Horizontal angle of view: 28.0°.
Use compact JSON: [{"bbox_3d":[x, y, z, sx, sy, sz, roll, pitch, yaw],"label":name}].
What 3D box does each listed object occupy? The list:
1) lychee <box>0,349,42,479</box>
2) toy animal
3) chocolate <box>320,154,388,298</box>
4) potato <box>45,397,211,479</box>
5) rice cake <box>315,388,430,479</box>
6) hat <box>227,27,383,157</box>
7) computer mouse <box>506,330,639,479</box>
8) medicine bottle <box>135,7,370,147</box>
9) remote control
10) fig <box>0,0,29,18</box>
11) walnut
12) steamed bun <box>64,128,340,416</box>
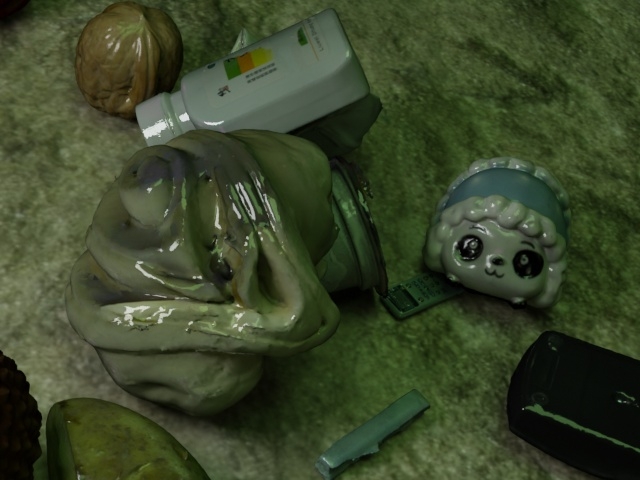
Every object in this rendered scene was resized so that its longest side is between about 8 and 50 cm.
[{"bbox_3d":[-0.419,0.210,1.306,0.267,0.267,0.267,9,47,-10],"label":"lychee"},{"bbox_3d":[0.258,-0.015,1.790,0.208,0.156,0.204,19,31,5],"label":"toy animal"},{"bbox_3d":[-0.005,-0.007,1.706,0.147,0.221,0.221,-12,52,-6],"label":"chocolate"},{"bbox_3d":[-0.203,0.288,1.388,0.298,0.141,0.176,40,36,28],"label":"potato"},{"bbox_3d":[0.069,0.241,1.589,0.180,0.030,0.042,-29,65,-35],"label":"rice cake"},{"bbox_3d":[-0.069,-0.150,1.843,0.301,0.168,0.258,-44,48,-16],"label":"hat"},{"bbox_3d":[0.371,0.229,1.653,0.269,0.100,0.170,21,43,7],"label":"computer mouse"},{"bbox_3d":[-0.091,-0.193,1.704,0.296,0.111,0.161,-24,37,7],"label":"medicine bottle"},{"bbox_3d":[0.141,0.071,1.777,0.124,0.018,0.053,-20,57,-32],"label":"remote control"},{"bbox_3d":[-0.534,-0.438,1.886,0.263,0.224,0.224,29,46,17],"label":"fig"},{"bbox_3d":[-0.271,-0.260,1.831,0.155,0.184,0.155,8,53,-11],"label":"walnut"},{"bbox_3d":[-0.142,0.009,1.519,0.352,0.247,0.339,-21,54,5],"label":"steamed bun"}]
